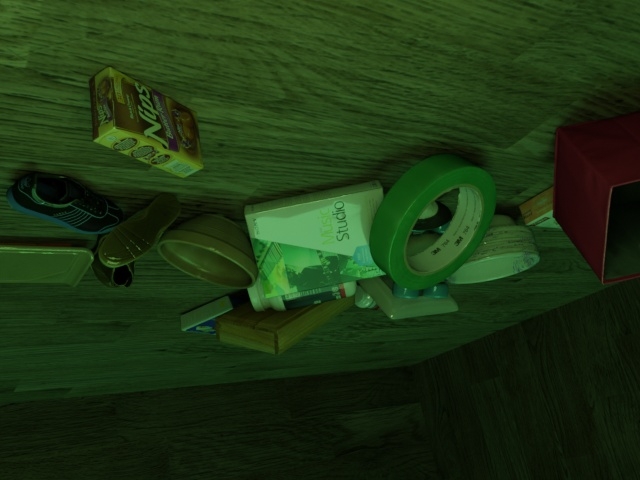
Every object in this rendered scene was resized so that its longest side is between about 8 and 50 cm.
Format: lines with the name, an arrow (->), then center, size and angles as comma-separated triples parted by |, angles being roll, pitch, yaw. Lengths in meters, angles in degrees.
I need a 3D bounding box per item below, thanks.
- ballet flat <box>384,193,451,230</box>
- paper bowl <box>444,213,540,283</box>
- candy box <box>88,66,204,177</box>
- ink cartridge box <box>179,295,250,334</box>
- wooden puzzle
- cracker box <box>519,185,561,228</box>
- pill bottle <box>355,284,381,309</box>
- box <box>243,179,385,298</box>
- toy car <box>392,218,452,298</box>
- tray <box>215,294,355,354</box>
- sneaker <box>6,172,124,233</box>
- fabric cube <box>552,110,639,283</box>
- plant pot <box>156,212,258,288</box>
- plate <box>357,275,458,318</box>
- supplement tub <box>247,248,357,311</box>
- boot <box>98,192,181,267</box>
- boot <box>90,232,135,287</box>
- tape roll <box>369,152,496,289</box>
ballet flat -> 0.205, -0.073, 1.527 | 0.280, 0.095, 0.096 | -6, 146, -15
paper bowl -> 0.483, 0.022, 1.823 | 0.284, 0.148, 0.284 | -9, 162, -3
candy box -> -0.268, -0.179, 0.973 | 0.053, 0.109, 0.186 | -23, 157, 28
ink cartridge box -> -0.272, 0.256, 2.157 | 0.307, 0.072, 0.303 | -25, 154, 26
wooden puzzle -> -0.676, 0.051, 1.455 | 0.238, 0.044, 0.221 | 8, 152, -32
cracker box -> 0.703, -0.095, 1.760 | 0.232, 0.067, 0.155 | 4, 154, -33
pill bottle -> 0.170, 0.201, 2.214 | 0.086, 0.086, 0.152 | -25, 154, 32
box -> 0.000, 0.000, 1.462 | 0.322, 0.058, 0.232 | -11, 117, 0
toy car -> 0.233, 0.037, 1.748 | 0.210, 0.219, 0.238 | 3, -176, -35
tray -> -0.087, 0.195, 1.758 | 0.202, 0.076, 0.411 | 7, -164, 30
sneaker -> -0.467, -0.071, 1.187 | 0.090, 0.081, 0.232 | -21, 158, 36
fabric cube -> 0.675, -0.103, 1.331 | 0.259, 0.258, 0.254 | -13, 125, 2
plant pot -> -0.243, 0.013, 1.423 | 0.237, 0.110, 0.237 | 16, 158, 7
plate -> 0.235, 0.115, 1.813 | 0.278, 0.277, 0.045 | -2, 126, -36
supplement tub -> -0.052, 0.079, 1.634 | 0.272, 0.191, 0.191 | -12, 159, 2
boot -> -0.396, 0.002, 1.298 | 0.165, 0.077, 0.213 | -31, -164, 47
boot -> -0.497, 0.073, 1.498 | 0.112, 0.115, 0.305 | -5, 159, -22
tape roll -> 0.260, -0.039, 1.421 | 0.321, 0.077, 0.321 | -22, 133, -27
